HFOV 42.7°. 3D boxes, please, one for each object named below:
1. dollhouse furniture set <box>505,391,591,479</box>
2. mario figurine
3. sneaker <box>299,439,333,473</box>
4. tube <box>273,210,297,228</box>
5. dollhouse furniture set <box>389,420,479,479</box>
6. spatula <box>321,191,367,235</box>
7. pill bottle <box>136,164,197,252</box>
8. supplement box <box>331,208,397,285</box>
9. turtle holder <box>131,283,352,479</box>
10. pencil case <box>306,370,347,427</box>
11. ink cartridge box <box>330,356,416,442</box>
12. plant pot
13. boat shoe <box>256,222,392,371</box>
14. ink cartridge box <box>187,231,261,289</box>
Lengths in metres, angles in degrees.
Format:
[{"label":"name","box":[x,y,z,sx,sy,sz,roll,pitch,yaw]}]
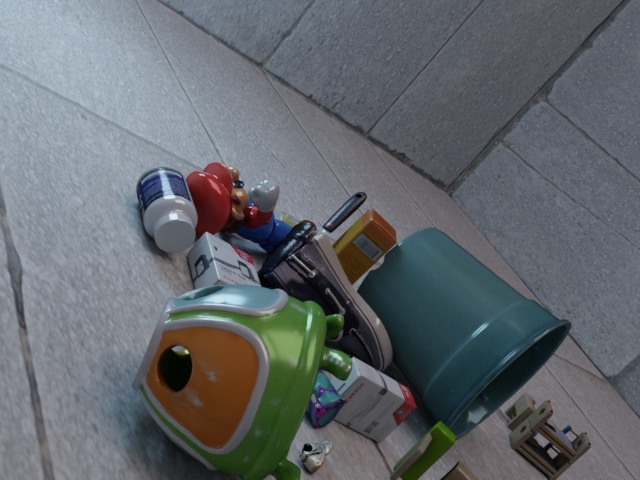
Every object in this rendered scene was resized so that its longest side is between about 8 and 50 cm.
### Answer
[{"label":"dollhouse furniture set","box":[0.538,0.446,1.945,0.129,0.129,0.183,41,16,-3]},{"label":"mario figurine","box":[-0.141,-0.075,1.638,0.320,0.198,0.170,29,33,-49]},{"label":"sneaker","box":[-0.007,0.312,1.218,0.037,0.032,0.083,43,16,4]},{"label":"tube","box":[-0.032,0.017,1.886,0.240,0.062,0.070,36,60,-37]},{"label":"dollhouse furniture set","box":[0.195,0.425,1.095,0.301,0.197,0.151,45,15,12]},{"label":"spatula","box":[0.000,0.000,1.655,0.084,0.296,0.030,29,-25,30]},{"label":"pill bottle","box":[-0.269,-0.054,1.444,0.094,0.094,0.169,30,20,-35]},{"label":"supplement box","box":[0.048,0.046,1.666,0.080,0.233,0.078,44,16,-12]},{"label":"turtle holder","box":[-0.105,0.150,1.052,0.227,0.243,0.320,22,29,-8]},{"label":"pencil case","box":[-0.024,0.227,1.337,0.151,0.064,0.070,50,6,27]},{"label":"ink cartridge box","box":[0.079,0.272,1.395,0.135,0.099,0.056,34,18,-27]},{"label":"plant pot","box":[0.264,0.173,1.670,0.334,0.341,0.341,46,16,25]},{"label":"boat shoe","box":[-0.001,0.147,1.548,0.158,0.127,0.340,-42,107,-32]},{"label":"ink cartridge box","box":[-0.164,0.068,1.427,0.109,0.063,0.150,31,19,-33]}]
